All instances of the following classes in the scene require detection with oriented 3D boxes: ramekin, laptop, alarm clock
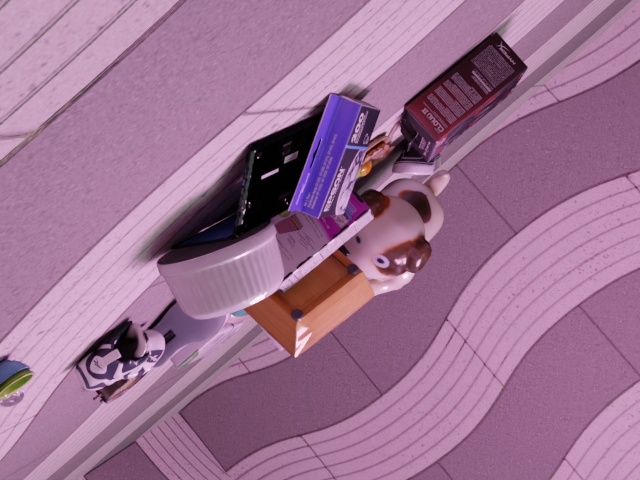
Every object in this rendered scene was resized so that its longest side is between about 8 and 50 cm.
[{"bbox_3d":[-0.159,0.050,1.460,0.207,0.109,0.207,-19,-168,4],"label":"ramekin"},{"bbox_3d":[-0.112,-0.103,1.472,0.234,0.137,0.264,-33,145,-48],"label":"laptop"},{"bbox_3d":[-0.460,0.314,2.075,0.192,0.064,0.129,-36,172,-13],"label":"alarm clock"}]

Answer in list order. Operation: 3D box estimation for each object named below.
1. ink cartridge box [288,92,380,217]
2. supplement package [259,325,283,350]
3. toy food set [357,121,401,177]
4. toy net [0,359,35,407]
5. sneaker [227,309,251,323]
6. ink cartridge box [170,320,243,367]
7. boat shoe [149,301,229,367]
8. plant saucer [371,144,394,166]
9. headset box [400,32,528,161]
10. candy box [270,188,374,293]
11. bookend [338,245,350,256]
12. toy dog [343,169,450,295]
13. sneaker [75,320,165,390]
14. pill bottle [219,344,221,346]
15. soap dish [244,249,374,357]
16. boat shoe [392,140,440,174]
[{"bbox_3d":[0.029,-0.140,1.479,0.206,0.045,0.208,-70,164,11],"label":"ink cartridge box"},{"bbox_3d":[-0.060,0.165,2.687,0.263,0.198,0.199,-33,170,-47],"label":"supplement package"},{"bbox_3d":[0.115,-0.191,2.002,0.192,0.038,0.132,-37,173,-19],"label":"toy food set"},{"bbox_3d":[-0.520,0.250,1.417,0.122,0.045,0.232,-38,173,-19],"label":"toy net"},{"bbox_3d":[-0.162,0.141,2.370,0.121,0.108,0.302,-38,173,27],"label":"sneaker"},{"bbox_3d":[-0.316,0.251,2.339,0.153,0.087,0.208,-41,172,11],"label":"ink cartridge box"},{"bbox_3d":[-0.295,0.190,1.974,0.306,0.113,0.105,-42,180,37],"label":"boat shoe"},{"bbox_3d":[0.146,-0.210,2.146,0.083,0.015,0.083,-39,174,-5],"label":"plant saucer"},{"bbox_3d":[0.305,-0.307,1.969,0.293,0.110,0.218,-39,174,-3],"label":"headset box"},{"bbox_3d":[-0.037,-0.034,1.669,0.233,0.159,0.071,-39,162,-2],"label":"candy box"},{"bbox_3d":[0.000,0.000,2.124,0.072,0.157,0.156,-39,172,0],"label":"bookend"},{"bbox_3d":[0.188,-0.011,2.241,0.395,0.284,0.408,-33,180,14],"label":"toy dog"},{"bbox_3d":[-0.374,0.219,1.786,0.153,0.094,0.235,-34,167,33],"label":"sneaker"},{"bbox_3d":[-0.310,0.272,2.548,0.137,0.078,0.078,-42,173,21],"label":"pill bottle"},{"bbox_3d":[-0.066,0.068,1.775,0.229,0.291,0.118,-36,154,-28],"label":"soap dish"},{"bbox_3d":[0.259,-0.232,2.278,0.108,0.102,0.301,5,-167,20],"label":"boat shoe"}]
